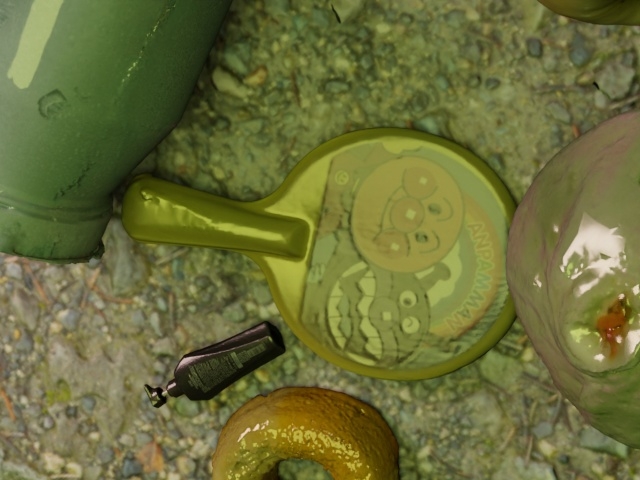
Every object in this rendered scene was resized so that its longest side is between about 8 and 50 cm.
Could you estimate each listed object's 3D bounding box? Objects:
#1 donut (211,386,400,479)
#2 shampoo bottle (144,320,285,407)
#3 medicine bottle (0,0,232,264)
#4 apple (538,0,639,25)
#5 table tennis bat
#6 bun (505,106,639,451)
[{"bbox_3d":[-0.019,0.216,1.392,0.178,0.065,0.162,-7,98,14],"label":"donut"},{"bbox_3d":[-0.097,0.117,1.415,0.137,0.027,0.048,-28,100,17],"label":"shampoo bottle"},{"bbox_3d":[-0.223,-0.149,1.292,0.245,0.245,0.290,25,104,9],"label":"medicine bottle"},{"bbox_3d":[0.259,-0.275,1.148,0.262,0.262,0.262,2,100,14],"label":"apple"},{"bbox_3d":[0.000,0.000,1.360,0.369,0.054,0.224,12,101,8],"label":"table tennis bat"},{"bbox_3d":[0.271,0.038,1.207,0.293,0.187,0.293,6,105,24],"label":"bun"}]
